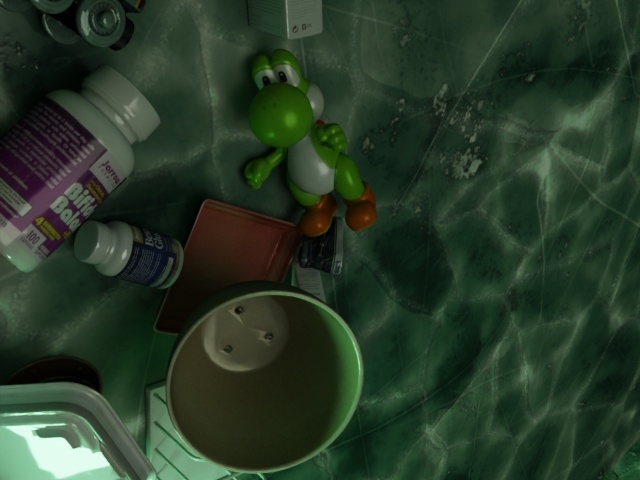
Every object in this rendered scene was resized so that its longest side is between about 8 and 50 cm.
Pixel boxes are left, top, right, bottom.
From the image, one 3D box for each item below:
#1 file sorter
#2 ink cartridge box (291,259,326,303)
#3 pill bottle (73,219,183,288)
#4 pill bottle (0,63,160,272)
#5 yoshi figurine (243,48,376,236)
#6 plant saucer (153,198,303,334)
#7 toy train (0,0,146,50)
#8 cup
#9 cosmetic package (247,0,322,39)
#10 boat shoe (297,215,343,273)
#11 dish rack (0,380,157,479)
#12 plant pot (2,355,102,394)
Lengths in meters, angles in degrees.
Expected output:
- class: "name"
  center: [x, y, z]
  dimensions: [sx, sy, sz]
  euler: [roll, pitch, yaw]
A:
- class: "file sorter"
  center: [-0.212, 0.410, 1.692]
  dimensions: [0.193, 0.173, 0.278]
  euler: [-15, 120, -38]
- class: "ink cartridge box"
  center: [-0.020, 0.182, 1.693]
  dimensions: [0.066, 0.232, 0.189]
  euler: [0, 132, -7]
- class: "pill bottle"
  center: [-0.320, 0.020, 1.452]
  dimensions: [0.169, 0.094, 0.094]
  euler: [20, 96, -46]
- class: "pill bottle"
  center: [-0.382, -0.112, 1.275]
  dimensions: [0.301, 0.169, 0.169]
  euler: [-48, 135, -13]
- class: "yoshi figurine"
  center: [-0.034, -0.157, 1.558]
  dimensions: [0.203, 0.203, 0.362]
  euler: [-34, 122, -12]
- class: "plant saucer"
  center: [-0.178, 0.061, 1.638]
  dimensions: [0.258, 0.048, 0.259]
  euler: [16, 100, -46]
- class: "toy train"
  center: [-0.368, -0.398, 1.178]
  dimensions: [0.334, 0.142, 0.190]
  euler: [30, 79, -46]
- class: "cup"
  center: [-0.116, 0.202, 1.529]
  dimensions: [0.331, 0.237, 0.331]
  euler: [-5, 109, -14]
- class: "cosmetic package"
  center: [-0.063, -0.460, 1.434]
  dimensions: [0.085, 0.117, 0.231]
  euler: [-22, 125, -34]
- class: "boat shoe"
  center: [0.000, 0.000, 1.721]
  dimensions: [0.083, 0.183, 0.065]
  euler: [9, 118, -5]
- class: "dish rack"
  center: [-0.445, 0.331, 1.327]
  dimensions: [0.072, 0.333, 0.285]
  euler: [-81, 159, -46]
- class: "plant pot"
  center: [-0.436, 0.308, 1.455]
  dimensions: [0.167, 0.167, 0.165]
  euler: [-27, 134, -30]
